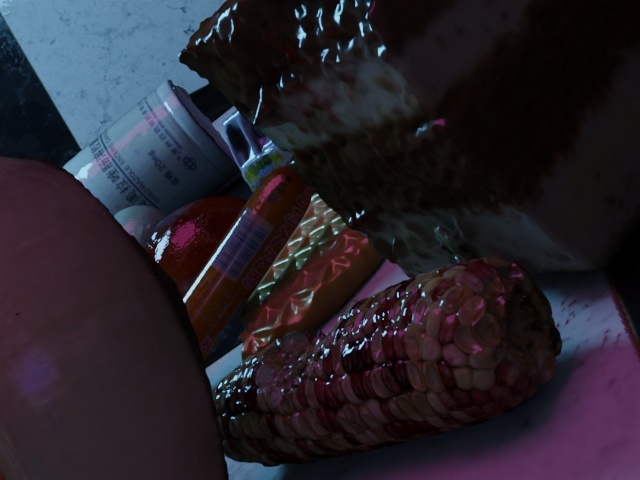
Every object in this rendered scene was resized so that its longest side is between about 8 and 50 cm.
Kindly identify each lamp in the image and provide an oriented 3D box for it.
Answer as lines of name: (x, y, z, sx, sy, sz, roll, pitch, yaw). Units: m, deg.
lamp: (-0.262, 0.026, 1.458, 0.106, 0.106, 0.193, -32, 28, 27)

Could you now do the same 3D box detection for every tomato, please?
tomato: (-0.152, 0.004, 1.254, 0.173, 0.099, 0.189, -44, 15, -4)

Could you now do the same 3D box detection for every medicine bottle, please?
medicine bottle: (-0.310, -0.088, 1.675, 0.332, 0.190, 0.190, -40, 17, 5)

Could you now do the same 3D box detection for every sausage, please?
sausage: (-0.109, 0.068, 0.968, 0.348, 0.053, 0.053, -55, 16, 4)

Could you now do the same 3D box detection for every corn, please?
corn: (0.023, 0.089, 0.665, 0.290, 0.098, 0.098, -24, 24, 44)

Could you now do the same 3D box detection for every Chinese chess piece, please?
Chinese chess piece: (-0.209, 0.106, 0.721, 0.140, 0.338, 0.338, -30, 8, -35)

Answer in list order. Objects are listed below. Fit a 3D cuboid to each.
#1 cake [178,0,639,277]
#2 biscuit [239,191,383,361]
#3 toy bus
cake: (0.105, -0.134, 0.706, 0.282, 0.290, 0.255, -47, 16, -17)
biscuit: (0.000, 0.000, 1.033, 0.204, 0.040, 0.309, -37, 17, 13)
toy bus: (0.012, -0.173, 1.255, 0.109, 0.136, 0.330, -28, 16, 45)
